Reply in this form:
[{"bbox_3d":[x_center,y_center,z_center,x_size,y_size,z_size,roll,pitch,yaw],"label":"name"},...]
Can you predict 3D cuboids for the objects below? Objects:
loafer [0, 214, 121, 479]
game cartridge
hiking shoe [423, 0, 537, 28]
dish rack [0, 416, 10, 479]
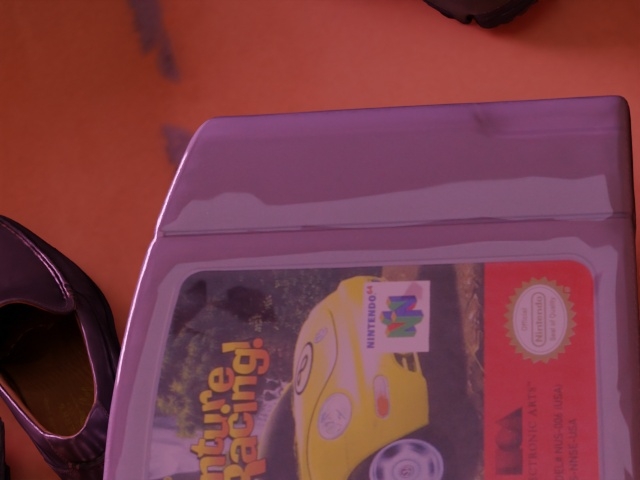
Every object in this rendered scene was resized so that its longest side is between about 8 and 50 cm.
[{"bbox_3d":[-0.118,0.038,0.684,0.062,0.061,0.170,-40,55,-7],"label":"loafer"},{"bbox_3d":[0.021,0.082,0.594,0.196,0.060,0.294,-5,64,13],"label":"game cartridge"},{"bbox_3d":[0.004,-0.180,0.744,0.227,0.114,0.086,21,68,28],"label":"hiking shoe"},{"bbox_3d":[-0.213,0.180,0.623,0.208,0.074,0.271,-13,56,10],"label":"dish rack"}]
